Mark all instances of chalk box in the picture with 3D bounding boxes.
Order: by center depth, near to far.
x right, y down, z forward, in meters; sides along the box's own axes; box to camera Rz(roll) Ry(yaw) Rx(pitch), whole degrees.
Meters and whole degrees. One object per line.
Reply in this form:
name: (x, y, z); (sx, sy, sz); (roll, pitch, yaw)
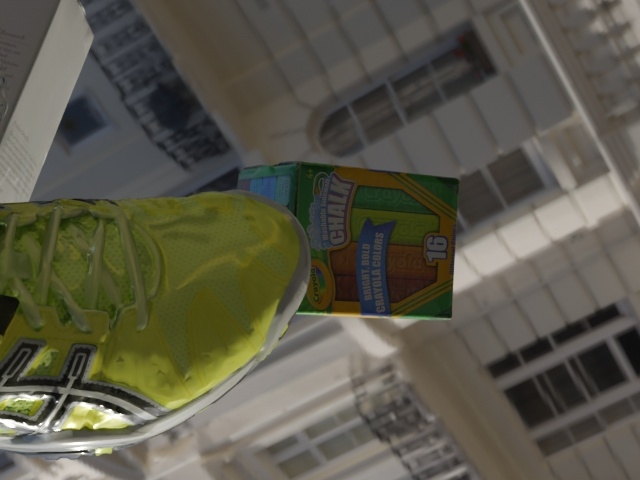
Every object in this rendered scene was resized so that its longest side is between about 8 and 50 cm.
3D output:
chalk box: (0.000, 0.000, 1.009); (0.132, 0.213, 0.132); (3, 90, 63)

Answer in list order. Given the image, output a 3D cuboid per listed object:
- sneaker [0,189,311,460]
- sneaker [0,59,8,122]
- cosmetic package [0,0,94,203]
sneaker: (-0.182, 0.044, 0.597); (0.147, 0.385, 0.145); (113, 140, -63)
sneaker: (-0.206, -0.078, 0.623); (0.071, 0.083, 0.191); (28, 169, -19)
cosmetic package: (-0.299, -0.130, 1.051); (0.117, 0.085, 0.231); (85, -160, -72)
